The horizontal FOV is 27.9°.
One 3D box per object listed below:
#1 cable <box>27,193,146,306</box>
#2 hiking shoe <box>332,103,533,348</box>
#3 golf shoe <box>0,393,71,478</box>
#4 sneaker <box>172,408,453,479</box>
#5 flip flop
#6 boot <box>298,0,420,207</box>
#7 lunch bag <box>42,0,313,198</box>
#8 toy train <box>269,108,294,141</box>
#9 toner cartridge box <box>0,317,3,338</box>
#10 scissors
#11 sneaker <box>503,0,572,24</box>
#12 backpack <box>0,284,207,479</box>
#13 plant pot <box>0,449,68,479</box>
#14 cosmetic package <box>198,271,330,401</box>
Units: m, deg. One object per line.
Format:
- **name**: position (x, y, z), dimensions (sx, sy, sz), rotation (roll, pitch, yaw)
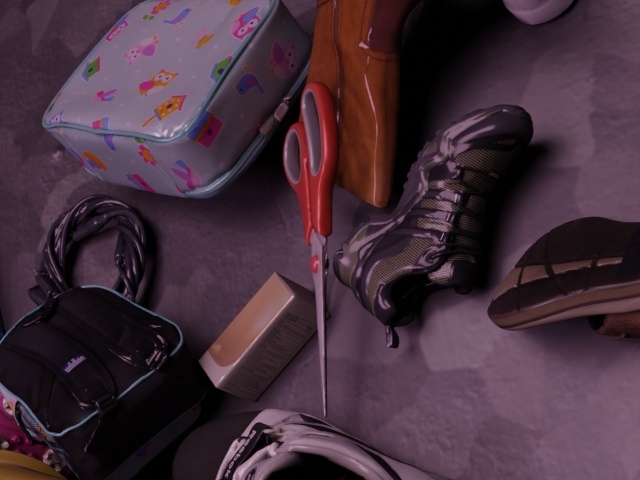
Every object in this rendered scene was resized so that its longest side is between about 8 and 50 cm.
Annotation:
- **cable**: position (-0.242, 0.028, 1.405), dimensions (0.184, 0.047, 0.151), rotation (26, 82, 46)
- **hiking shoe**: position (0.116, -0.012, 1.105), dimensions (0.227, 0.086, 0.114), rotation (-49, 55, 22)
- **golf shoe**: position (-0.333, 0.255, 1.323), dimensions (0.140, 0.115, 0.306), rotation (-18, 46, 57)
- **sneaker**: position (-0.029, 0.198, 1.072), dimensions (0.330, 0.146, 0.122), rotation (5, 74, 43)
- **flip flop**: position (0.240, 0.032, 0.965), dimensions (0.277, 0.080, 0.112), rotation (-15, 29, 43)
- **boot**: position (0.057, -0.167, 1.132), dimensions (0.264, 0.096, 0.280), rotation (24, 110, 50)
- **lunch bag**: position (-0.139, -0.159, 1.331), dimensions (0.279, 0.108, 0.224), rotation (10, 57, 46)
- **toy train**: position (-0.092, -0.113, 1.354), dimensions (0.158, 0.027, 0.036), rotation (-13, 58, 35)
- **toner cartridge box**: position (-0.498, 0.020, 1.595), dimensions (0.165, 0.075, 0.348), rotation (-40, 49, 20)
- **scissors**: position (0.000, 0.000, 1.141), dimensions (0.109, 0.021, 0.297), rotation (129, 141, -54)
- **sneaker**: position (0.166, -0.344, 1.189), dimensions (0.106, 0.123, 0.290), rotation (-29, 52, 28)
- **backpack**: position (-0.217, 0.136, 1.237), dimensions (0.188, 0.144, 0.166), rotation (30, 61, 37)
- **plant pot**: position (-0.269, 0.302, 1.112), dimensions (0.239, 0.254, 0.254), rotation (-17, 58, 48)
- **cosmetic package**: position (-0.052, 0.091, 1.199), dimensions (0.115, 0.060, 0.041), rotation (-49, 48, 8)
